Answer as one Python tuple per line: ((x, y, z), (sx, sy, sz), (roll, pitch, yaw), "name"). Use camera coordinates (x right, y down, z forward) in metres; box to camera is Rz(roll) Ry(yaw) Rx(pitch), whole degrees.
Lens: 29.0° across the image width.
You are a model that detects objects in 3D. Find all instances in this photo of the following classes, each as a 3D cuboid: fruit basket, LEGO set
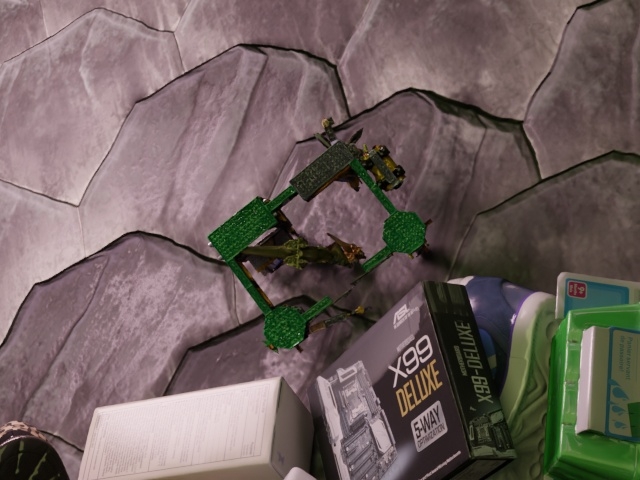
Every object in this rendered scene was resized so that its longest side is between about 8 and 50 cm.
((0.448, 0.201, 1.465), (0.353, 0.165, 0.327), (6, 66, 8), "fruit basket")
((0.000, 0.000, 1.829), (0.255, 0.192, 0.331), (44, 94, 5), "LEGO set")

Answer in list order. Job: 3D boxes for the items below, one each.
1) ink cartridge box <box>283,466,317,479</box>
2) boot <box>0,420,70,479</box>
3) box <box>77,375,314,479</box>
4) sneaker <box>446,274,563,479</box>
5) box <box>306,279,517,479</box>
((-0.080, 0.482, 1.414), (0.160, 0.385, 0.279), (36, 110, 0), "ink cartridge box")
((-0.394, 0.439, 1.762), (0.138, 0.284, 0.378), (-18, 97, -16), "boot")
((-0.175, 0.303, 1.754), (0.311, 0.121, 0.148), (-11, 47, 22), "box")
((0.197, 0.206, 1.649), (0.236, 0.130, 0.323), (9, 84, 49), "sneaker")
((0.106, 0.232, 1.597), (0.307, 0.076, 0.243), (-47, 47, 44), "box")
